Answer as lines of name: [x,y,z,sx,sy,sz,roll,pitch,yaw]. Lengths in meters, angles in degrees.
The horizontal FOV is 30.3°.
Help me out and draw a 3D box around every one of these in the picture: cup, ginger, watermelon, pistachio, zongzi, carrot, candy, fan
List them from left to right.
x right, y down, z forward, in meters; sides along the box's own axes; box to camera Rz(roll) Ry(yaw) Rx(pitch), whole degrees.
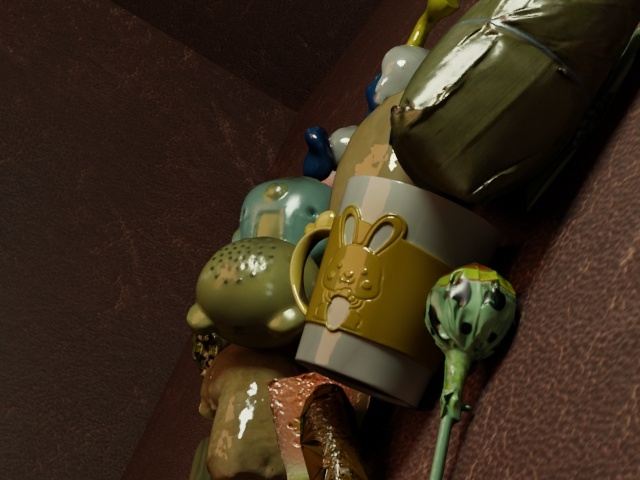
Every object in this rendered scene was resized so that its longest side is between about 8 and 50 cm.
ginger: [-0.082,0.244,1.570,0.152,0.138,0.267,-43,34,26]
watermelon: [0.019,0.207,1.418,0.145,0.137,0.193,-22,19,8]
carrot: [0.018,0.244,1.262,0.069,0.069,0.229,-55,26,27]
cup: [0.058,0.052,1.315,0.241,0.185,0.226,13,76,39]
pistachio: [0.107,-0.077,1.569,0.181,0.162,0.293,2,63,61]
candy: [0.126,0.158,1.119,0.091,0.083,0.305,-23,43,46]
zongzi: [0.234,-0.208,1.320,0.393,0.174,0.356,-50,1,-1]
fan: [0.287,-0.136,1.299,0.240,0.009,0.131,-58,8,11]

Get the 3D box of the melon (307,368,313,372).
melon: [0.025,0.142,1.532,0.098,0.098,0.130,-61,8,-9]

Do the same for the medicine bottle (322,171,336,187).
medicine bottle: [0.000,0.000,1.936,0.247,0.147,0.147,-58,10,7]

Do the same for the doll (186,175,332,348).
doll: [-0.063,0.037,1.611,0.261,0.177,0.161,-64,-34,-42]

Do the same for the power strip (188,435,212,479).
power strip: [-0.151,0.396,1.682,0.066,0.092,0.387,-59,10,18]

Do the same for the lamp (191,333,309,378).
lamp: [-0.092,0.161,1.764,0.223,0.196,0.223,-3,87,54]

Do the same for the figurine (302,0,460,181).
figurine: [0.101,-0.209,1.752,0.338,0.204,0.283,-38,-9,14]
